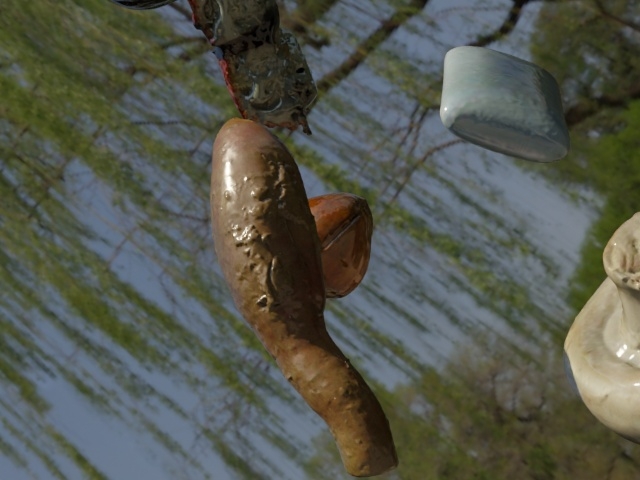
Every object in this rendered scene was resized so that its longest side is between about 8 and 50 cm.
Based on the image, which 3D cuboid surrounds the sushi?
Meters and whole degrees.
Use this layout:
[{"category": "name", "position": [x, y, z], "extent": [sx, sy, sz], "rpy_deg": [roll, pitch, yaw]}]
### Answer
[{"category": "sushi", "position": [-0.101, -0.300, 1.421], "extent": [0.130, 0.124, 0.332], "rpy_deg": [-15, -58, 11]}]

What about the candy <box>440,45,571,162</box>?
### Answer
[{"category": "candy", "position": [0.195, -0.147, 1.059], "extent": [0.174, 0.138, 0.071], "rpy_deg": [-76, 4, -57]}]

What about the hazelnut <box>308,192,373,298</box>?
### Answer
[{"category": "hazelnut", "position": [0.000, 0.000, 1.280], "extent": [0.150, 0.150, 0.150], "rpy_deg": [-39, -30, -27]}]

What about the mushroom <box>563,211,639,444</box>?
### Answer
[{"category": "mushroom", "position": [0.431, 0.100, 1.232], "extent": [0.297, 0.297, 0.290], "rpy_deg": [-47, -59, -12]}]

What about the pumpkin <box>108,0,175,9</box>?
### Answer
[{"category": "pumpkin", "position": [-0.312, -0.527, 1.576], "extent": [0.241, 0.323, 0.323], "rpy_deg": [-33, -28, 0]}]

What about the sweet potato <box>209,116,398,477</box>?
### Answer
[{"category": "sweet potato", "position": [-0.033, 0.046, 0.945], "extent": [0.109, 0.385, 0.109], "rpy_deg": [-18, -18, -6]}]
